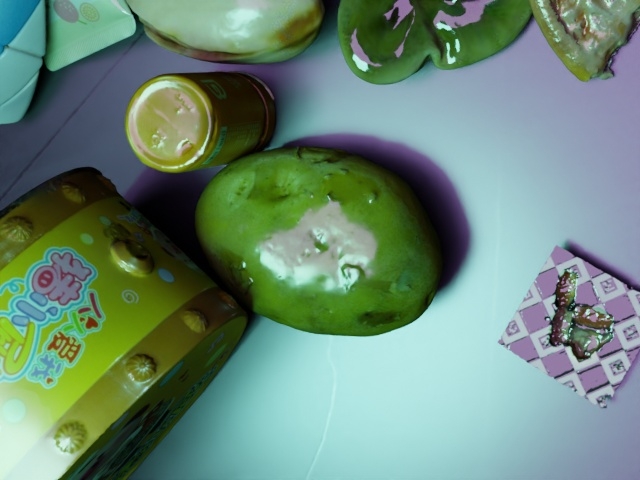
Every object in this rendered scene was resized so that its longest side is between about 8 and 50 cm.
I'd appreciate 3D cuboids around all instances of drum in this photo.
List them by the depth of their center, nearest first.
[{"bbox_3d":[-0.282,0.151,1.778,0.214,0.431,0.431,41,105,7],"label":"drum"}]

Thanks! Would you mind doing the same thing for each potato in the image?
[{"bbox_3d":[0.000,0.000,1.814,0.253,0.148,0.186,26,91,8],"label":"potato"}]

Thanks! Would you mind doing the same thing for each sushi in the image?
[{"bbox_3d":[0.259,0.084,1.813,0.126,0.026,0.120,31,101,6],"label":"sushi"}]

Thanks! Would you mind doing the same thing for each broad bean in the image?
[{"bbox_3d":[0.110,-0.235,1.805,0.207,0.072,0.153,-31,90,5],"label":"broad bean"}]

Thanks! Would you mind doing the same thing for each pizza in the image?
[{"bbox_3d":[0.293,-0.254,1.740,0.195,0.052,0.185,-22,108,8],"label":"pizza"}]

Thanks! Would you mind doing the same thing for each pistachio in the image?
[{"bbox_3d":[-0.093,-0.238,1.819,0.215,0.144,0.144,4,97,27],"label":"pistachio"}]

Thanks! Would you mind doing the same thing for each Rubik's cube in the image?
[{"bbox_3d":[-0.395,-0.192,1.871,0.254,0.254,0.254,2,97,16],"label":"Rubik's cube"}]

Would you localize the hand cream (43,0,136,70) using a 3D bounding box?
[{"bbox_3d":[-0.289,-0.337,1.888,0.147,0.093,0.306,-17,92,41],"label":"hand cream"}]

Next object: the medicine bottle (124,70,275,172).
[{"bbox_3d":[-0.116,-0.119,1.811,0.096,0.192,0.096,2,97,17],"label":"medicine bottle"}]
